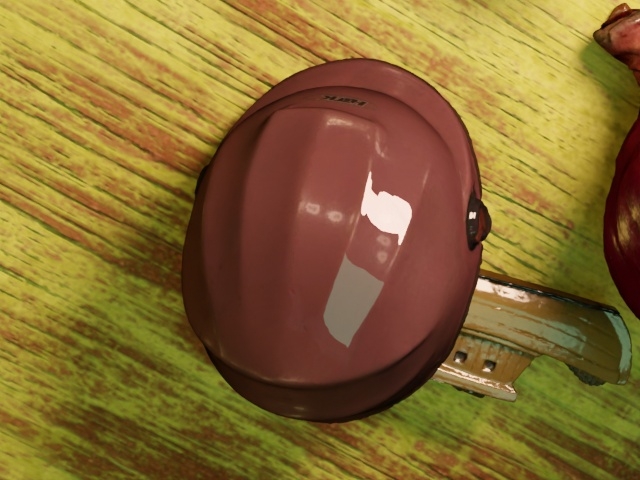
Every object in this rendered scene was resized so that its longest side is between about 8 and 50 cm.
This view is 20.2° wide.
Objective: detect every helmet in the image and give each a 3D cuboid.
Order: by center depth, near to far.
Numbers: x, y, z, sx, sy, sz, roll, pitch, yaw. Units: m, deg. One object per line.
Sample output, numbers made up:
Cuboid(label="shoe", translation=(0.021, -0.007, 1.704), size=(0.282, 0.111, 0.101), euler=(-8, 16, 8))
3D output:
Cuboid(label="helmet", translation=(0.000, 0.000, 1.579), size=(0.271, 0.197, 0.338), euler=(12, 94, 15))

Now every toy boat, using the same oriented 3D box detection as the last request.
Cuboid(label="toy boat", translation=(0.141, 0.085, 1.716), size=(0.321, 0.089, 0.121), euler=(15, 101, -6))

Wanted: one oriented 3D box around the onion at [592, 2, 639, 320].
Cuboid(label="onion", translation=(0.380, -0.074, 1.613), size=(0.348, 0.348, 0.385), euler=(-37, 71, 5))
